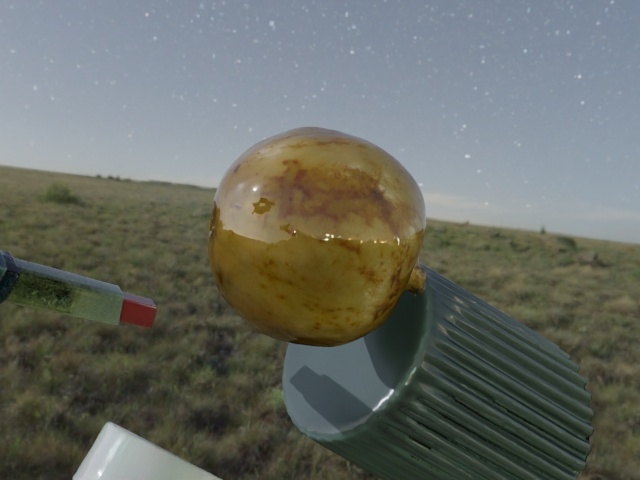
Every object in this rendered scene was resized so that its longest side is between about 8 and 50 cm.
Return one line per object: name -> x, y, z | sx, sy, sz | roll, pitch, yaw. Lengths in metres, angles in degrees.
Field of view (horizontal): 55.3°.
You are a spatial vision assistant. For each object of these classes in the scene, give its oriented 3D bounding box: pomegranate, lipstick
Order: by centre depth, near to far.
pomegranate -> 0.000, 0.000, 0.630 | 0.248, 0.248, 0.248 | 7, 2, 0
lipstick -> -0.291, 0.048, 0.640 | 0.051, 0.051, 0.312 | 39, 9, 39

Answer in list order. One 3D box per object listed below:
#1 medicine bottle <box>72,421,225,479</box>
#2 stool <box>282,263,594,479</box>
medicine bottle -> -0.181, 0.305, 0.470 | 0.170, 0.293, 0.170 | 22, -22, 9
stool -> 0.150, 0.196, 0.822 | 0.330, 0.297, 0.297 | 35, -13, -31
